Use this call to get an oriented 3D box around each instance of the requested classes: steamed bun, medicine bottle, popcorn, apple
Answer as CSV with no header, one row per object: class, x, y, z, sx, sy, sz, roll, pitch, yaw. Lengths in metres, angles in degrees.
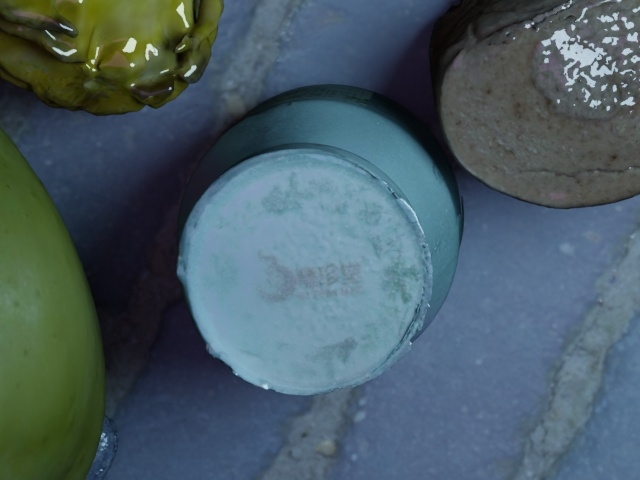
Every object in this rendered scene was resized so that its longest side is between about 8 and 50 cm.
steamed bun,0.248,-0.148,1.440,0.301,0.251,0.199,-24,106,11
medicine bottle,0.000,0.000,1.454,0.245,0.290,0.245,1,100,3
popcorn,-0.202,-0.225,1.468,0.250,0.190,0.250,-4,105,-17
apple,-0.403,0.081,1.425,0.473,0.473,0.474,1,100,3

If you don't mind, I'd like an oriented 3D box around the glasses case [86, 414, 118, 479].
glasses case,-0.293,0.263,1.629,0.109,0.067,0.282,33,101,1
